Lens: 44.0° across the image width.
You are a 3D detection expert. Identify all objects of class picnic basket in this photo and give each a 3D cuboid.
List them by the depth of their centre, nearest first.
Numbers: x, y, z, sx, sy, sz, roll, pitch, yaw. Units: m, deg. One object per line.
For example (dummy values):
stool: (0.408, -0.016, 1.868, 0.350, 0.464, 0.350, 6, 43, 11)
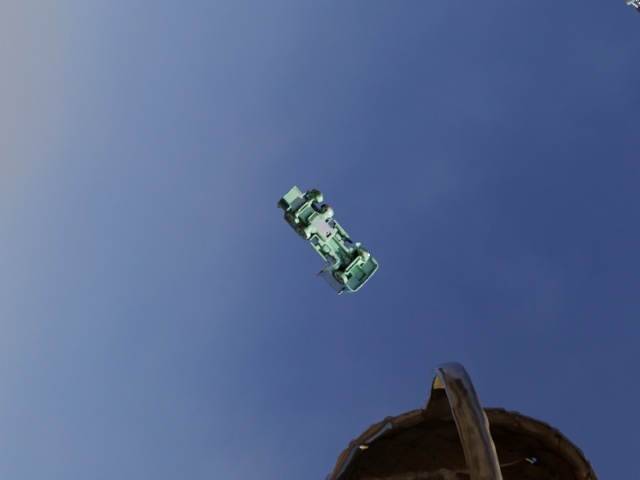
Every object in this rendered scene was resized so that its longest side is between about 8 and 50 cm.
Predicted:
picnic basket: (0.162, 0.293, 0.883, 0.337, 0.337, 0.293, -50, -146, 38)

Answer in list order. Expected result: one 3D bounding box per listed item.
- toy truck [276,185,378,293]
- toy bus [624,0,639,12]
toy truck: (0.000, 0.000, 1.178, 0.067, 0.175, 0.081, -45, -171, -25)
toy bus: (0.427, -0.350, 1.048, 0.060, 0.123, 0.075, -32, -111, 34)
